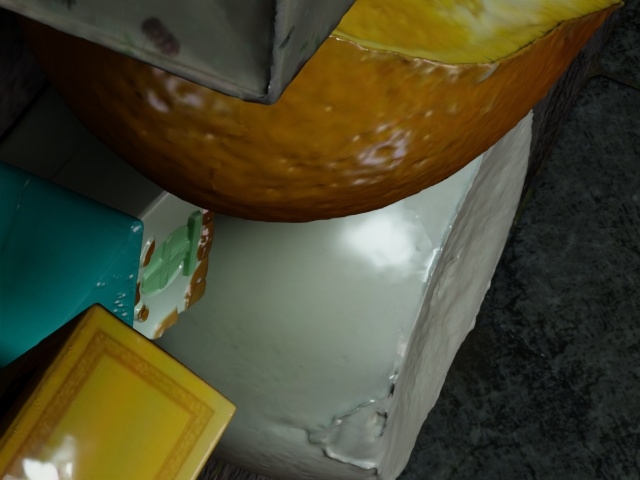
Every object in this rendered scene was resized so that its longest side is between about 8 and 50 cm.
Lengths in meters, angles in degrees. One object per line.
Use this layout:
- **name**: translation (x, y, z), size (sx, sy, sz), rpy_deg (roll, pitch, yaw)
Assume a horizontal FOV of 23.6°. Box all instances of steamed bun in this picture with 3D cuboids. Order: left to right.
- **steamed bun**: translation (0.000, 0.000, 1.008), size (0.324, 0.206, 0.324), rpy_deg (20, 90, -77)

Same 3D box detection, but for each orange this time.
- **orange**: translation (0.000, -0.135, 0.689), size (0.310, 0.274, 0.274), rpy_deg (-53, 161, -28)

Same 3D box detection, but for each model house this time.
- **model house**: translation (-0.127, 0.010, 0.769), size (0.149, 0.100, 0.127), rpy_deg (-51, 159, -44)

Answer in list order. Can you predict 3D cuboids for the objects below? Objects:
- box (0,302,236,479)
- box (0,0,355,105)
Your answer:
- **box**: translation (-0.153, 0.141, 0.667), size (0.174, 0.076, 0.274), rpy_deg (-60, -166, -26)
- **box**: translation (-0.057, -0.226, 0.384), size (0.190, 0.225, 0.297), rpy_deg (-55, 161, -43)
